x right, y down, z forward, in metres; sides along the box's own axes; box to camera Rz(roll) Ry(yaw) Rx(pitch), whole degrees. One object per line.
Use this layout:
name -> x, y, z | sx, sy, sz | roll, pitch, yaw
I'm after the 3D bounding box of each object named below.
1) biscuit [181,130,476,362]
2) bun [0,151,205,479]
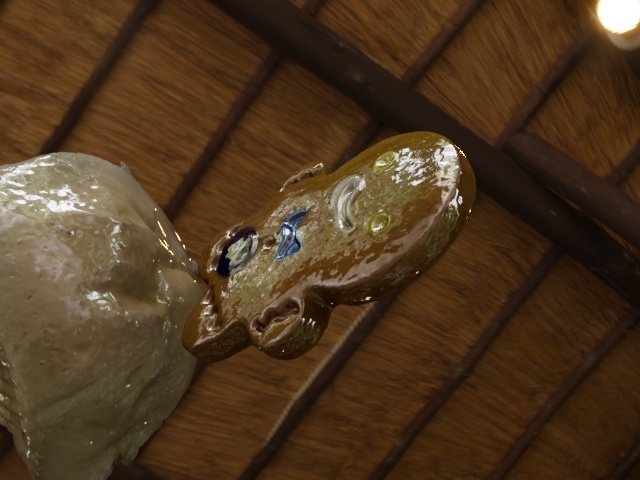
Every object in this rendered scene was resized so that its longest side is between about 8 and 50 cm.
biscuit -> 0.000, 0.000, 0.727 | 0.236, 0.039, 0.180 | -25, -144, 25
bun -> -0.210, 0.049, 0.900 | 0.281, 0.204, 0.282 | 36, -42, 40
